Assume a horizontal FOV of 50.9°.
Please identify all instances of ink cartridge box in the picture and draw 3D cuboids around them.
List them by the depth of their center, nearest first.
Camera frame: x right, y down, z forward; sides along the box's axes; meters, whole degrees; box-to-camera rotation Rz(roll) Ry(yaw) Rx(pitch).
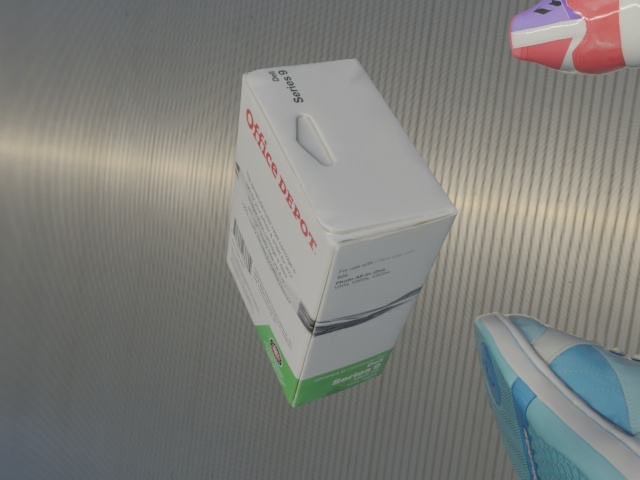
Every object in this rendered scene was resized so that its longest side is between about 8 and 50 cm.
[{"bbox_3d":[0.000,0.000,0.671,0.289,0.122,0.211,105,145,-51],"label":"ink cartridge box"}]

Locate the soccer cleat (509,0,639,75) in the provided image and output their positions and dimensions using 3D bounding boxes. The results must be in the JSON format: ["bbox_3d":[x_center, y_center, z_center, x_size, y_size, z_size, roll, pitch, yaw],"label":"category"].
[{"bbox_3d":[0.262,-0.214,0.640,0.117,0.318,0.108,-2,108,26],"label":"soccer cleat"}]

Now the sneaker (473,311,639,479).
[{"bbox_3d":[0.244,0.121,0.474,0.208,0.319,0.127,-16,110,-2],"label":"sneaker"}]
